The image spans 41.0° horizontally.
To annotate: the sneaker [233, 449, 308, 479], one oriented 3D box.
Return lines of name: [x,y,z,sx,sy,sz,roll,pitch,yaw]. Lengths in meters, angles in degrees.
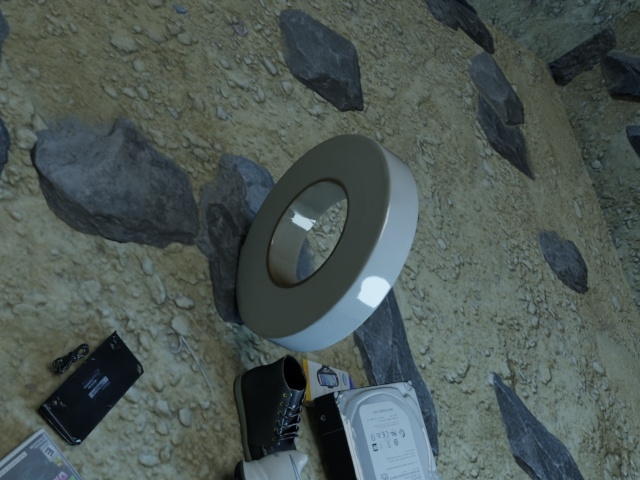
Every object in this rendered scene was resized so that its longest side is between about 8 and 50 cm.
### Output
sneaker: [-0.024,0.456,1.294,0.129,0.111,0.297,-19,79,-21]

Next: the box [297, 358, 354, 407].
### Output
box: [0.011,0.273,1.581,0.136,0.028,0.081,25,46,-40]

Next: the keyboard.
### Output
keyboard: [-0.335,0.200,1.232,0.108,0.023,0.180,56,34,-13]

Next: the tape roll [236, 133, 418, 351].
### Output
tape roll: [0.000,0.000,1.466,0.072,0.392,0.391,30,44,-34]

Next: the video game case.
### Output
video game case: [-0.366,0.357,1.074,0.173,0.022,0.190,54,35,-5]

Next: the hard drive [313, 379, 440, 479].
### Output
hard drive: [0.123,0.430,1.541,0.237,0.064,0.338,4,67,-48]

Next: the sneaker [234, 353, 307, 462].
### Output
sneaker: [-0.064,0.302,1.390,0.083,0.118,0.222,2,63,-49]
